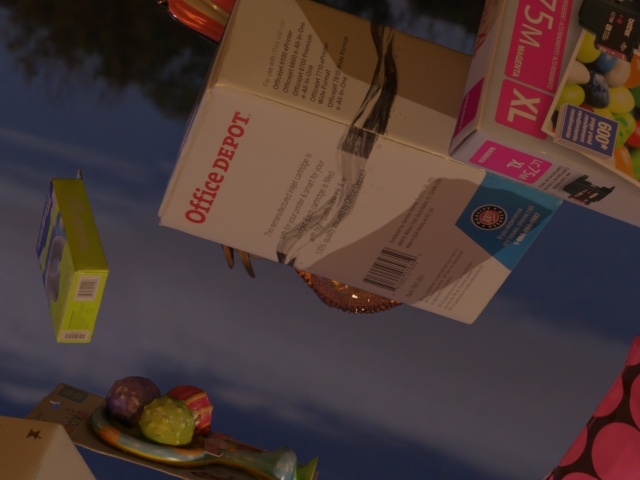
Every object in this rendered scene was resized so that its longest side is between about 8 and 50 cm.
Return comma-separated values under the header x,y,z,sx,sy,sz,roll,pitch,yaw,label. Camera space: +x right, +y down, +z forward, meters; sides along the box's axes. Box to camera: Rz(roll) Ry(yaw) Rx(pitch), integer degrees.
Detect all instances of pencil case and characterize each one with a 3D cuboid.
x,y,z,sx,sy,sz,roll,pitch,yaw,label
0.234,0.155,1.264,0.098,0.209,0.095,37,-150,15,pencil case

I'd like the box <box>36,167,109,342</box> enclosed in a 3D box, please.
x,y,z,sx,sy,sz,roll,pitch,yaw,label
-0.277,0.014,1.869,0.042,0.109,0.178,2,-140,-23,box

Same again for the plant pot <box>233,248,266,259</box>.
x,y,z,sx,sy,sz,roll,pitch,yaw,label
0.002,-0.099,2.449,0.256,0.256,0.274,6,176,-39,plant pot

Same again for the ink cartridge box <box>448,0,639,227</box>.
x,y,z,sx,sy,sz,roll,pitch,yaw,label
0.267,-0.100,1.320,0.311,0.186,0.065,21,153,-13,ink cartridge box

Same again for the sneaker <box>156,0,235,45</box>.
x,y,z,sx,sy,sz,roll,pitch,yaw,label
-0.149,-0.337,1.792,0.314,0.136,0.116,48,-169,27,sneaker

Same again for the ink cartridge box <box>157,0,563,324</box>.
x,y,z,sx,sy,sz,roll,pitch,yaw,label
0.036,-0.071,1.479,0.307,0.129,0.223,18,145,-8,ink cartridge box

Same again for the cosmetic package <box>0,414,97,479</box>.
x,y,z,sx,sy,sz,roll,pitch,yaw,label
-0.224,0.254,1.368,0.085,0.231,0.117,4,-131,25,cosmetic package

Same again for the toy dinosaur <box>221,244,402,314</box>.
x,y,z,sx,sy,sz,roll,pitch,yaw,label
0.000,0.000,1.774,0.200,0.127,0.295,-34,-107,-35,toy dinosaur

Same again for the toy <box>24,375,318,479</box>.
x,y,z,sx,sy,sz,roll,pitch,yaw,label
-0.112,0.153,1.398,0.237,0.056,0.137,21,-171,2,toy
